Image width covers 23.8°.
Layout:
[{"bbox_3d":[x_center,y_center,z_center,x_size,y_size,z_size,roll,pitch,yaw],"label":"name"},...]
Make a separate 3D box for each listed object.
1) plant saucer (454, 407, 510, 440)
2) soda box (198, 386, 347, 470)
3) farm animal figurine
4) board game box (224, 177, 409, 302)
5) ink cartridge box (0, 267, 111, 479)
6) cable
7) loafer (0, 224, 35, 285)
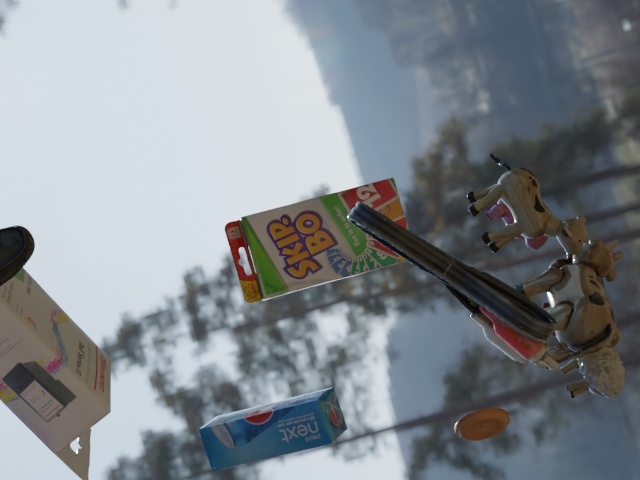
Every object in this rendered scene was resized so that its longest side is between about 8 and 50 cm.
[{"bbox_3d":[0.240,0.275,2.251,0.083,0.084,0.013,66,-172,-54],"label":"plant saucer"},{"bbox_3d":[-0.072,0.283,2.275,0.067,0.210,0.071,-29,-78,-66],"label":"soda box"},{"bbox_3d":[0.388,0.050,2.388,0.330,0.172,0.326,43,-152,-46],"label":"farm animal figurine"},{"bbox_3d":[0.000,0.000,2.194,0.039,0.260,0.124,140,114,-78],"label":"board game box"},{"bbox_3d":[-0.435,0.188,2.366,0.353,0.119,0.207,50,-173,-21],"label":"ink cartridge box"},{"bbox_3d":[0.151,0.058,1.691,0.287,0.072,0.139,29,-175,-11],"label":"cable"},{"bbox_3d":[-0.490,0.042,2.038,0.076,0.223,0.078,64,-179,21],"label":"loafer"}]
